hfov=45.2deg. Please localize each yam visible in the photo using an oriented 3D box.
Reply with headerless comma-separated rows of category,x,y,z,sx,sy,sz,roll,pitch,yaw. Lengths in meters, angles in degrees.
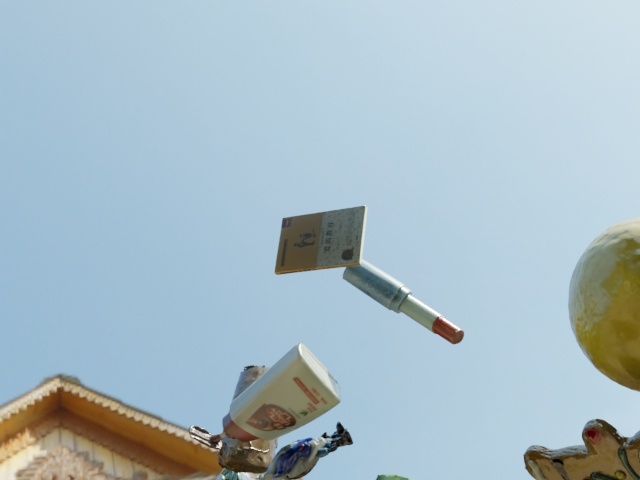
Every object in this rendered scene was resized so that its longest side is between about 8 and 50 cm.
yam,-0.147,0.413,1.739,0.129,0.238,0.128,-2,-41,16

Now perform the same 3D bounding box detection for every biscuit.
biscuit,0.506,0.402,1.343,0.301,0.049,0.197,-30,-76,36

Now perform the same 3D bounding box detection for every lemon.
lemon,0.627,0.117,1.438,0.348,0.348,0.348,-8,-63,-16

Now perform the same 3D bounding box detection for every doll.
doll,-0.033,0.411,1.464,0.195,0.096,0.070,-26,-82,-9

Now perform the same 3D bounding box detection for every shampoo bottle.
shampoo bottle,-0.109,0.318,1.454,0.284,0.071,0.153,-34,-59,11

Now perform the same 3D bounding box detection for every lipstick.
lipstick,0.171,0.126,1.569,0.061,0.274,0.068,-55,-21,-6

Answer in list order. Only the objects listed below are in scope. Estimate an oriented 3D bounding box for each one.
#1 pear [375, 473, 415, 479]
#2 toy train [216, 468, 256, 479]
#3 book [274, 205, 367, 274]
pear,0.148,0.556,1.139,0.342,0.318,0.239,-46,-61,-34
toy train,-0.186,0.663,1.735,0.173,0.307,0.249,35,-87,-24
book,0.000,0.000,1.383,0.172,0.118,0.012,-8,-31,26
